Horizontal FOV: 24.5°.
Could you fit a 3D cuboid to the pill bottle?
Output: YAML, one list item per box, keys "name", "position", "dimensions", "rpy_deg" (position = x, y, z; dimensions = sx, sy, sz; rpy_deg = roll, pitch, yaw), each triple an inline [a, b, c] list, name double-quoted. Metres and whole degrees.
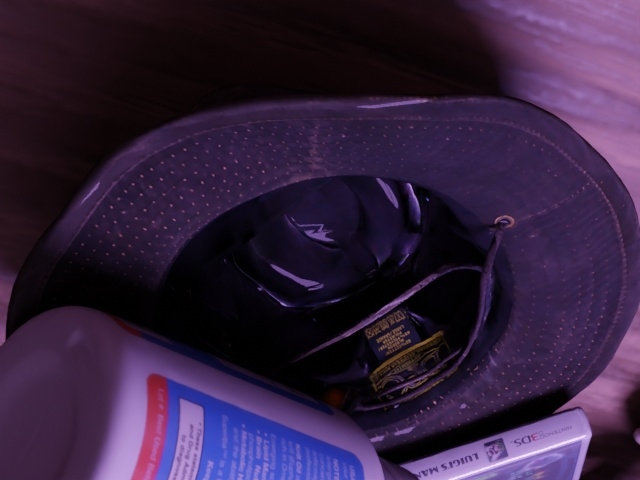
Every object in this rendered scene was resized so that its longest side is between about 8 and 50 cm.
- name: "pill bottle"
  position: [-0.048, 0.120, 0.679]
  dimensions: [0.221, 0.124, 0.124]
  rpy_deg: [28, 114, -39]

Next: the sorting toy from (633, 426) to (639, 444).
- name: "sorting toy"
  position: [0.325, 0.117, 0.962]
  dimensions: [0.193, 0.038, 0.208]
  rpy_deg: [-37, 127, 13]

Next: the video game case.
- name: "video game case"
  position: [0.072, 0.154, 0.877]
  dimensions: [0.173, 0.022, 0.190]
  rpy_deg: [-18, 159, 0]

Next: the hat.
- name: "hat"
  position: [0.000, 0.000, 0.757]
  dimensions: [0.331, 0.134, 0.331]
  rpy_deg: [-9, 141, -8]
